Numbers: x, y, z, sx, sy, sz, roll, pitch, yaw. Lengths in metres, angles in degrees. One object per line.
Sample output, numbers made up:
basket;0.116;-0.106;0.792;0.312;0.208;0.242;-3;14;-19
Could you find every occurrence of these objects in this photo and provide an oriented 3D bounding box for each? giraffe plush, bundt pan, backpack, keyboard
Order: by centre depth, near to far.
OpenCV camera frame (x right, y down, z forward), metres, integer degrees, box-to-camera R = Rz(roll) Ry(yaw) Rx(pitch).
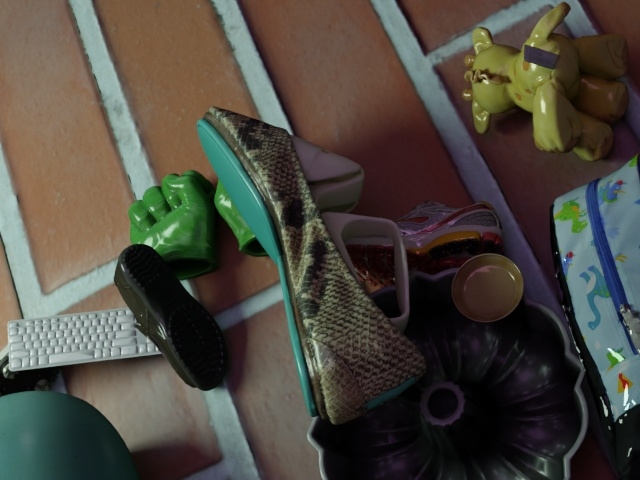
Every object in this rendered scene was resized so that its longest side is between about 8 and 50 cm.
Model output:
backpack;0.380;0.078;1.190;0.273;0.290;0.356;-43;47;21
bundt pan;0.157;0.204;1.302;0.330;0.124;0.331;-7;67;18
giraffe plush;0.268;-0.199;1.419;0.170;0.210;0.181;7;72;54
keyboard;-0.295;0.130;1.511;0.256;0.014;0.072;-6;62;-7

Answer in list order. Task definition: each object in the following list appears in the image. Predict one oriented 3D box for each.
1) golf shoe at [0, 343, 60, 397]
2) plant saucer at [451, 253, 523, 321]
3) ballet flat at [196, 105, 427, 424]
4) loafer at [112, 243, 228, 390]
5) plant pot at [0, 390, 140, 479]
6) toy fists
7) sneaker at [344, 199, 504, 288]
golf shoe;-0.476;0.219;1.551;0.120;0.105;0.273;32;81;37
plant saucer;0.193;0.056;1.271;0.083;0.015;0.083;-8;66;17
ballet flat;0.000;0.000;1.331;0.182;0.164;0.483;-20;52;-7
loafer;-0.204;0.107;1.489;0.080;0.078;0.220;-29;85;-39
plant pot;-0.352;0.331;1.362;0.293;0.293;0.235;-24;47;10
toy fists;-0.139;-0.045;1.534;0.279;0.096;0.142;-16;63;15
sneaker;0.128;0.002;1.432;0.225;0.088;0.093;-6;46;18
